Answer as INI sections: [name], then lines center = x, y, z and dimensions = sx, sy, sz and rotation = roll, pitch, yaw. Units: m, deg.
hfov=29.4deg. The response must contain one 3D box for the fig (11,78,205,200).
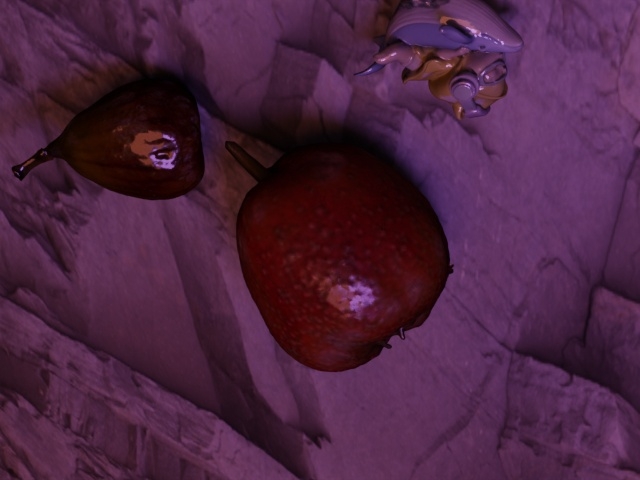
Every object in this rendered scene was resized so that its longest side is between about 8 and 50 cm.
[fig]
center = -0.294, -0.128, 1.693
dimensions = 0.274, 0.145, 0.170
rotation = -10, 122, 4

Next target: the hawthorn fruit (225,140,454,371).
[hawthorn fruit]
center = 0.000, 0.000, 1.650
dimensions = 0.369, 0.284, 0.285
rotation = 44, 124, -6

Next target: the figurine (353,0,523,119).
[figurine]
center = 0.151, -0.236, 1.527
dimensions = 0.209, 0.128, 0.183
rotation = -5, 126, 27
